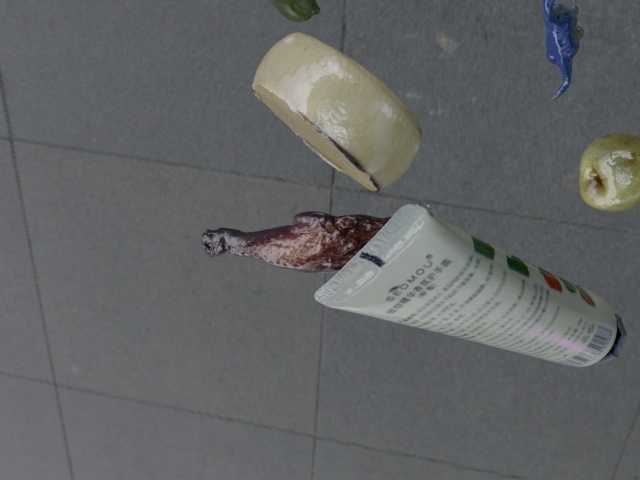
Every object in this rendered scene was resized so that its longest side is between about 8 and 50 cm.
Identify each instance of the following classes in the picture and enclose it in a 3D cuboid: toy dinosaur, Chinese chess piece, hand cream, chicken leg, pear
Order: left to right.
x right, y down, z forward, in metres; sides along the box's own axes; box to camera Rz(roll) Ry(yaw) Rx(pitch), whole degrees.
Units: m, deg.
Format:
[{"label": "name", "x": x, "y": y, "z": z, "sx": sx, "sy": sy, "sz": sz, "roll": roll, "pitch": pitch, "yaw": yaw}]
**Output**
[{"label": "chicken leg", "x": 0.002, "y": 0.000, "z": 0.651, "sx": 0.204, "sy": 0.093, "sz": 0.053, "roll": 3, "pitch": 96, "yaw": -10}, {"label": "Chinese chess piece", "x": 0.021, "y": -0.172, "z": 1.043, "sx": 0.249, "sy": 0.250, "sz": 0.103, "roll": 39, "pitch": 88, "yaw": -10}, {"label": "hand cream", "x": 0.124, "y": 0.042, "z": 0.530, "sx": 0.276, "sy": 0.059, "sz": 0.095, "roll": 19, "pitch": 127, "yaw": -38}, {"label": "toy dinosaur", "x": 0.401, "y": -0.328, "z": 1.295, "sx": 0.075, "sy": 0.188, "sz": 0.248, "roll": 5, "pitch": 126, "yaw": 21}, {"label": "pear", "x": 0.615, "y": -0.140, "z": 1.574, "sx": 0.136, "sy": 0.167, "sz": 0.167, "roll": -21, "pitch": 122, "yaw": -21}]

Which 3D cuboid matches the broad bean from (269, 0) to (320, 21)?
[{"label": "broad bean", "x": -0.107, "y": -0.251, "z": 0.520, "sx": 0.291, "sy": 0.050, "sz": 0.144, "roll": 26, "pitch": 165, "yaw": -17}]
